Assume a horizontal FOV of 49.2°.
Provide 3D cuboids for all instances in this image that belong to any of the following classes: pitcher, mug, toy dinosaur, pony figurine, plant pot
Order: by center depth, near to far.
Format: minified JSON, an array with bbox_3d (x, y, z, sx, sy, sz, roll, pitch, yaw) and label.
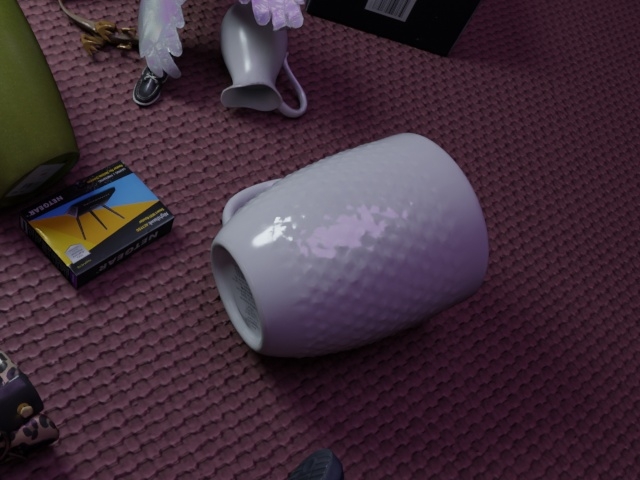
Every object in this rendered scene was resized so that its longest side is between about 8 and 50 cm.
[{"bbox_3d":[-0.487,-0.201,0.989,0.275,0.275,0.293,-39,94,-36],"label":"plant pot"},{"bbox_3d":[0.000,0.000,1.039,0.328,0.276,0.374,-22,37,-24],"label":"mug"},{"bbox_3d":[-0.208,-0.496,1.159,0.303,0.363,0.350,-13,68,8],"label":"pony figurine"},{"bbox_3d":[-0.397,-0.377,1.254,0.212,0.064,0.112,20,26,-9],"label":"toy dinosaur"},{"bbox_3d":[-0.103,-0.335,1.302,0.178,0.125,0.207,15,61,-37],"label":"pitcher"}]

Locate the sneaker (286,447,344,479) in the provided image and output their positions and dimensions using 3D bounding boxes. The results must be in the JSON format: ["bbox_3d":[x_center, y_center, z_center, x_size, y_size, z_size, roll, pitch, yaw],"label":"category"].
[{"bbox_3d":[-0.018,0.417,0.840,0.131,0.112,0.319,36,53,-17],"label":"sneaker"}]

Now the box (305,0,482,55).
[{"bbox_3d":[0.163,-0.618,1.546,0.343,0.179,0.312,14,55,-12],"label":"box"}]

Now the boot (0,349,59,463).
[{"bbox_3d":[-0.416,0.281,0.749,0.377,0.138,0.284,44,53,17],"label":"boot"}]

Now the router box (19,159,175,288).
[{"bbox_3d":[-0.329,-0.028,1.040,0.133,0.046,0.179,45,53,11],"label":"router box"}]

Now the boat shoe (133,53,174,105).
[{"bbox_3d":[-0.293,-0.289,1.235,0.046,0.038,0.125,27,52,-3],"label":"boat shoe"}]
